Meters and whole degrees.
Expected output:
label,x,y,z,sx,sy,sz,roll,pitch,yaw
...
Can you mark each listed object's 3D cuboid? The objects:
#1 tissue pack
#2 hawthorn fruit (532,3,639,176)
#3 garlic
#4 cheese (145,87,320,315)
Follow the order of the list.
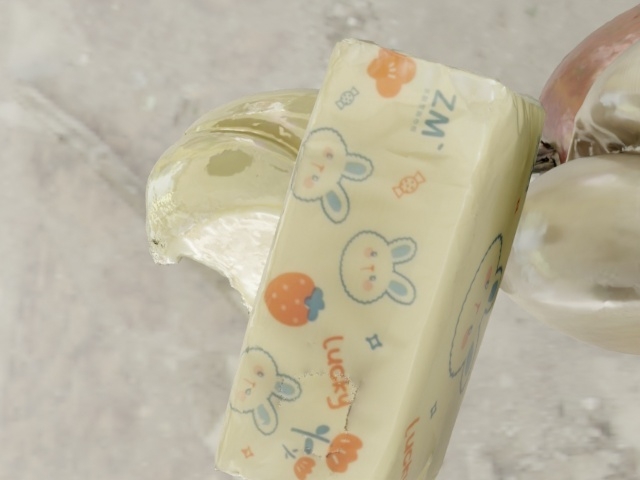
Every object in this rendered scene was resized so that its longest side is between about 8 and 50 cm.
label,x,y,z,sx,sy,sz,roll,pitch,yaw
tissue pack,0.031,0.015,0.832,0.092,0.148,0.196,17,94,13
hawthorn fruit,0.336,-0.073,1.650,0.316,0.316,0.316,-3,84,31
garlic,0.253,-0.036,1.285,0.340,0.246,0.231,-3,78,49
cheese,0.000,0.000,1.471,0.233,0.266,0.127,-11,36,38
